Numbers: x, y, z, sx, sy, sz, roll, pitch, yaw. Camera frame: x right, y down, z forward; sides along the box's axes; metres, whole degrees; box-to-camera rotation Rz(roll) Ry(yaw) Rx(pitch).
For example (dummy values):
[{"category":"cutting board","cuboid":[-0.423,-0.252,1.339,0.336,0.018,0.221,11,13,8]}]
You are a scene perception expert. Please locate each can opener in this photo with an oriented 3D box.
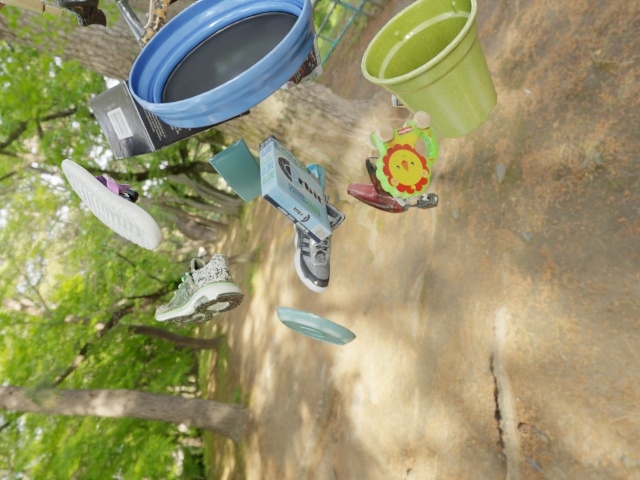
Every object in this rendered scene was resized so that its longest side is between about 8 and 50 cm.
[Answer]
[{"category":"can opener","cuboid":[-0.674,-0.165,1.606,0.073,0.186,0.059,-14,-55,-61]}]

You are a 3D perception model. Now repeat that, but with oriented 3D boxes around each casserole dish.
[{"category":"casserole dish","cuboid":[-0.026,-0.176,1.522,0.188,0.037,0.114,171,99,-68]}]

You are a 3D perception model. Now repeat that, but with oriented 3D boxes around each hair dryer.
[{"category":"hair dryer","cuboid":[0.174,-0.158,1.352,0.294,0.224,0.080,-12,42,60]}]

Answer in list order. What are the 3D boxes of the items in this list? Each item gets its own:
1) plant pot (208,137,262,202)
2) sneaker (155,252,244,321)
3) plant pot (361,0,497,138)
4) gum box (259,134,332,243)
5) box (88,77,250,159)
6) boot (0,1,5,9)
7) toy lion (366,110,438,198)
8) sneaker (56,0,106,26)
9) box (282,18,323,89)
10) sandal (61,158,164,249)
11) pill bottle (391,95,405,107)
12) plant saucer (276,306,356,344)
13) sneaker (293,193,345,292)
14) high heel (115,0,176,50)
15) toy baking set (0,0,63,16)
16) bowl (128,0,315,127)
[{"category":"plant pot","cuboid":[-0.333,-0.284,2.063,0.166,0.234,0.165,-34,10,-3]},{"category":"sneaker","cuboid":[-0.387,0.154,1.541,0.411,0.158,0.181,-24,64,39]},{"category":"plant pot","cuboid":[0.280,-0.385,1.140,0.276,0.254,0.275,-25,44,27]},{"category":"gum box","cuboid":[-0.051,-0.104,0.960,0.041,0.157,0.184,-36,36,19]},{"category":"box","cuboid":[-0.405,-0.358,1.300,0.296,0.294,0.182,6,121,49]},{"category":"boot","cuboid":[-0.943,-0.694,1.410,0.158,0.059,0.085,-39,38,-11]},{"category":"toy lion","cuboid":[0.108,-0.102,0.602,0.096,0.100,0.034,64,153,2]},{"category":"sneaker","cuboid":[-0.682,-0.652,1.396,0.170,0.051,0.089,-52,-11,-54]},{"category":"box","cuboid":[-0.133,-0.545,1.410,0.247,0.142,0.163,29,141,44]},{"category":"sandal","cuboid":[-0.561,-0.107,1.355,0.102,0.416,0.169,-40,-27,-33]},{"category":"pill bottle","cuboid":[0.339,-0.481,1.557,0.119,0.209,0.119,7,-90,-77]},{"category":"plant saucer","cuboid":[-0.023,0.328,1.824,0.317,0.318,0.043,143,149,-68]},{"category":"sneaker","cuboid":[0.000,0.000,1.348,0.153,0.101,0.268,-46,44,45]},{"category":"high heel","cuboid":[-0.441,-0.661,1.448,0.261,0.186,0.093,-35,12,-18]},{"category":"toy baking set","cuboid":[-0.670,-0.615,1.071,0.030,0.257,0.196,45,127,52]},{"category":"bowl","cuboid":[-0.192,-0.376,0.964,0.077,0.392,0.390,57,-149,-48]}]
